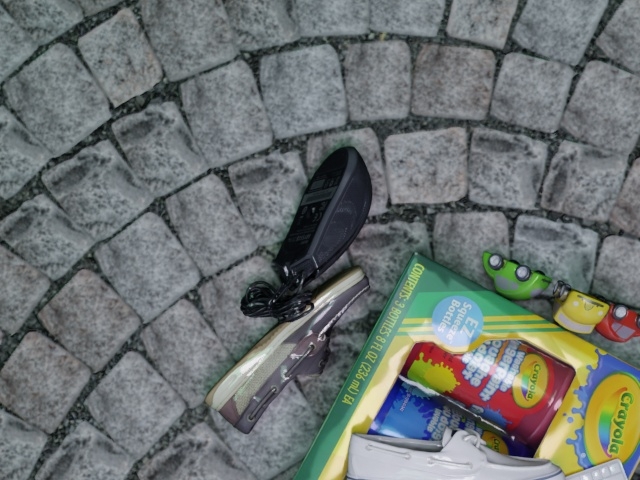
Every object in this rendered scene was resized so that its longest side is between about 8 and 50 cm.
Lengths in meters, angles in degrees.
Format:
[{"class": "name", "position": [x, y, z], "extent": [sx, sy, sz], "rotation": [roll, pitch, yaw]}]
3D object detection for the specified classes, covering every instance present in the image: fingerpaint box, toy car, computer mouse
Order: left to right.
[{"class": "computer mouse", "position": [0.000, 0.000, 1.389], "extent": [0.072, 0.188, 0.272], "rotation": [32, 76, -22]}, {"class": "fingerpaint box", "position": [0.180, 0.296, 1.319], "extent": [0.371, 0.163, 0.444], "rotation": [29, 88, 5]}, {"class": "toy car", "position": [0.309, 0.076, 1.345], "extent": [0.225, 0.239, 0.053], "rotation": [25, 95, 36]}]

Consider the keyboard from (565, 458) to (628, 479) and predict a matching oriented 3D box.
[{"class": "keyboard", "position": [0.254, 0.340, 1.223], "extent": [0.256, 0.014, 0.072], "rotation": [-19, 88, -1]}]

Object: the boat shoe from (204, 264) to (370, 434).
[{"class": "boat shoe", "position": [-0.031, 0.152, 1.396], "extent": [0.285, 0.103, 0.092], "rotation": [-42, 92, 2]}]

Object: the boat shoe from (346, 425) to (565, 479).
[{"class": "boat shoe", "position": [0.158, 0.262, 1.194], "extent": [0.258, 0.095, 0.084], "rotation": [-1, 89, 3]}]
